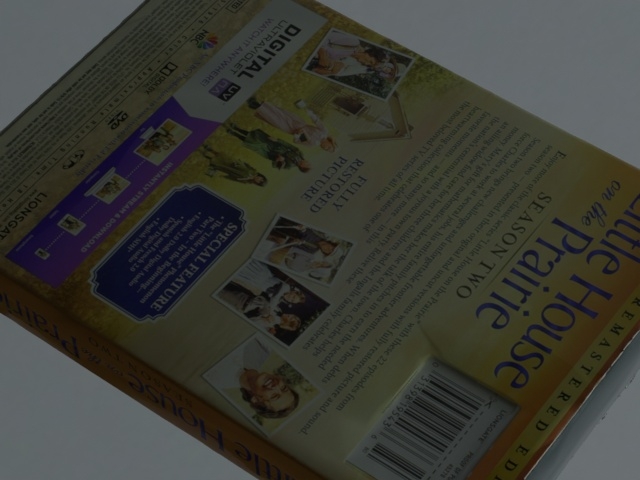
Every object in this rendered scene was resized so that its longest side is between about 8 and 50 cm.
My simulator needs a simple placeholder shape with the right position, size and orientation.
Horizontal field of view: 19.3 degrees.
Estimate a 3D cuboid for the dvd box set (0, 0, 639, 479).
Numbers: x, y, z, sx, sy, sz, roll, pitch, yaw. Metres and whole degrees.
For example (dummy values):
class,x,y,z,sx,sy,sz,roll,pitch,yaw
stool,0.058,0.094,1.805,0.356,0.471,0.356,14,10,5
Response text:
class,x,y,z,sx,sy,sz,roll,pitch,yaw
dvd box set,0.000,0.000,1.196,0.420,0.307,0.062,29,-31,21
